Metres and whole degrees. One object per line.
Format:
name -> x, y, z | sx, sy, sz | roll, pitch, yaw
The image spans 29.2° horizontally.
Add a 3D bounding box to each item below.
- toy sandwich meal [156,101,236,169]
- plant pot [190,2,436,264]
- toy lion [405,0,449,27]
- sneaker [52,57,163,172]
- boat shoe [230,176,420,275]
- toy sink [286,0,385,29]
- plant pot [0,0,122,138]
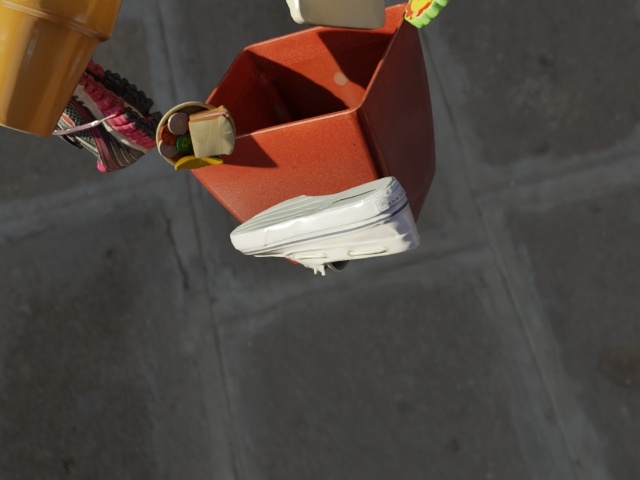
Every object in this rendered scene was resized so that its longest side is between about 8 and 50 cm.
toy sandwich meal -> -0.128, -0.106, 1.280 | 0.085, 0.086, 0.029 | -20, 32, -4
plant pot -> 0.014, -0.121, 1.624 | 0.267, 0.236, 0.267 | -11, 33, 28
toy lion -> 0.123, -0.277, 1.319 | 0.100, 0.034, 0.096 | -54, 23, 11
sneaker -> -0.347, -0.199, 1.655 | 0.112, 0.299, 0.121 | -35, 32, 21
boat shoe -> 0.000, 0.000, 1.206 | 0.226, 0.076, 0.083 | -11, 21, 49
toy sink -> -0.025, -0.359, 1.454 | 0.131, 0.152, 0.234 | -3, 92, 44
plant pot -> -0.355, -0.226, 1.440 | 0.205, 0.205, 0.188 | 16, 92, 17
